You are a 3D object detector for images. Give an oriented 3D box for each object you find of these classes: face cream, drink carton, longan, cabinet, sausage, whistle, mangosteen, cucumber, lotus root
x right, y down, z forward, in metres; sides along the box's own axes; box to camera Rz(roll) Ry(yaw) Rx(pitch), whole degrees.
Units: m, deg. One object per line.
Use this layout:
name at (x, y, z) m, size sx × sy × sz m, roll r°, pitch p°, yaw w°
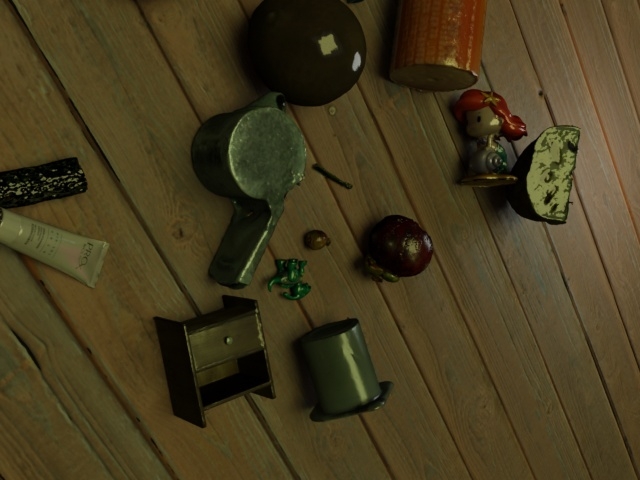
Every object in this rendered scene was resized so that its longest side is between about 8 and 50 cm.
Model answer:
face cream at (-0.489, 0.009, 1.247) m, size 0.243 × 0.058 × 0.092 m, roll 32°, pitch 71°, yaw -51°
drink carton at (0.044, 0.295, 1.584) m, size 0.185 × 0.191 × 0.190 m, roll -37°, pitch 109°, yaw -71°
longan at (-0.030, -0.414, 1.483) m, size 0.258 × 0.258 × 0.258 m, roll 0°, pitch 91°, yaw -37°
cabinet at (-0.214, 0.240, 1.412) m, size 0.174 × 0.148 × 0.215 m, roll -15°, pitch 98°, yaw -36°
sausage at (0.299, -0.537, 1.741) m, size 0.233 × 0.233 × 0.287 m, roll 13°, pitch 81°, yaw -36°
whistle at (-0.145, -0.106, 1.451) m, size 0.188 × 0.168 × 0.405 m, roll -9°, pitch 100°, yaw -35°
mangosteen at (0.186, 0.029, 1.715) m, size 0.166 × 0.166 × 0.180 m, roll 40°, pitch 94°, yaw -30°
cucumber at (-0.554, -0.089, 1.205) m, size 0.300 × 0.072 × 0.072 m, roll -16°, pitch 100°, yaw -34°
lotus root at (0.617, -0.184, 1.982) m, size 0.149 × 0.260 × 0.267 m, roll 10°, pitch 89°, yaw -2°

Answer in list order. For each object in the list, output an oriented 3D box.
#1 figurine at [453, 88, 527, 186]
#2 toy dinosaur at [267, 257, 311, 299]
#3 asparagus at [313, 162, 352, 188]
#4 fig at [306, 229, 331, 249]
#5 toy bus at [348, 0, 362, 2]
figurine at (0.472, -0.282, 1.918) m, size 0.208 × 0.181 × 0.257 m, roll 1°, pitch 88°, yaw 3°
toy dinosaur at (-0.070, 0.092, 1.579) m, size 0.132 × 0.059 × 0.096 m, roll -7°, pitch 100°, yaw -45°
asparagus at (0.032, -0.153, 1.673) m, size 0.127 × 0.018 × 0.015 m, roll 28°, pitch 35°, yaw -36°
fig at (0.000, 0.000, 1.637) m, size 0.083 × 0.050 × 0.050 m, roll 9°, pitch 85°, yaw -54°
toy bus at (0.082, -0.627, 1.692) m, size 0.046 × 0.038 × 0.083 m, roll -20°, pitch 101°, yaw -32°
